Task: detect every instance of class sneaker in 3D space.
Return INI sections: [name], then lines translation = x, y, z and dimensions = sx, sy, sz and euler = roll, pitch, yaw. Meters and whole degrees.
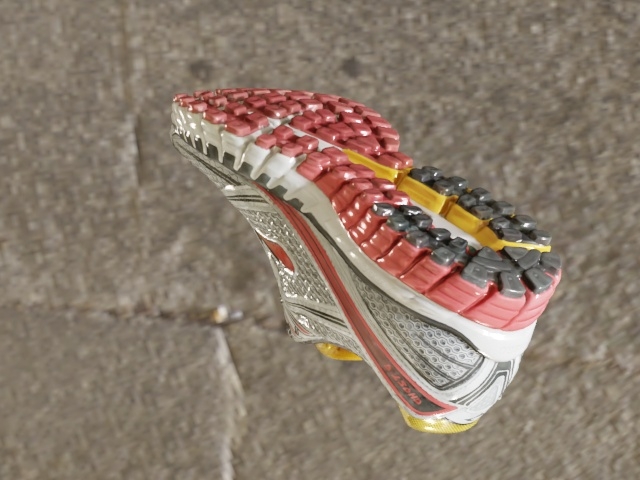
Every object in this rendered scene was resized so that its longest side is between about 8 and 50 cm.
[sneaker]
translation = 0.000, 0.000, 0.668
dimensions = 0.225, 0.088, 0.093
euler = 42, 126, 45
